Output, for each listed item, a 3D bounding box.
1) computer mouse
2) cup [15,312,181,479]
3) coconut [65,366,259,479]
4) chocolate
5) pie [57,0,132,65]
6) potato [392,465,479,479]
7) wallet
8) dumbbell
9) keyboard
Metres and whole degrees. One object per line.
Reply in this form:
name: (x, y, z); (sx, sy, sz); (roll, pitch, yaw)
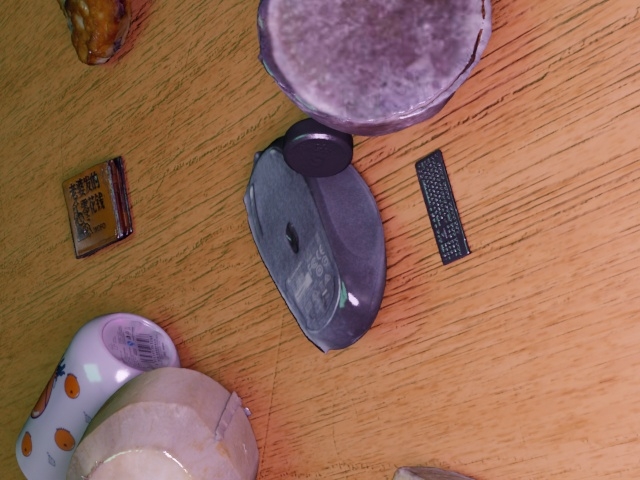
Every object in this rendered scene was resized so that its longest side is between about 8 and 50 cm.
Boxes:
computer mouse: (0.002, 0.001, 1.739); (0.203, 0.114, 0.374); (-57, 43, 36)
cup: (-0.383, 0.289, 2.105); (0.212, 0.212, 0.317); (54, 126, 32)
coconut: (-0.244, 0.364, 1.888); (0.323, 0.323, 0.323); (2, 92, 48)
chocolate: (0.078, -0.268, 1.572); (0.303, 0.213, 0.303); (-2, 79, 8)
pie: (-0.433, -0.487, 2.195); (0.308, 0.085, 0.308); (43, 142, 47)
potato: (0.200, 0.383, 1.533); (0.255, 0.112, 0.269); (49, 122, 40)
wallet: (-0.432, -0.062, 2.271); (0.195, 0.042, 0.161); (-18, 78, 47)
dumbbell: (-0.002, -0.190, 1.698); (0.100, 0.100, 0.191); (-39, 37, 41)
keyboard: (0.167, -0.045, 1.629); (0.053, 0.010, 0.155); (-30, 69, 43)
